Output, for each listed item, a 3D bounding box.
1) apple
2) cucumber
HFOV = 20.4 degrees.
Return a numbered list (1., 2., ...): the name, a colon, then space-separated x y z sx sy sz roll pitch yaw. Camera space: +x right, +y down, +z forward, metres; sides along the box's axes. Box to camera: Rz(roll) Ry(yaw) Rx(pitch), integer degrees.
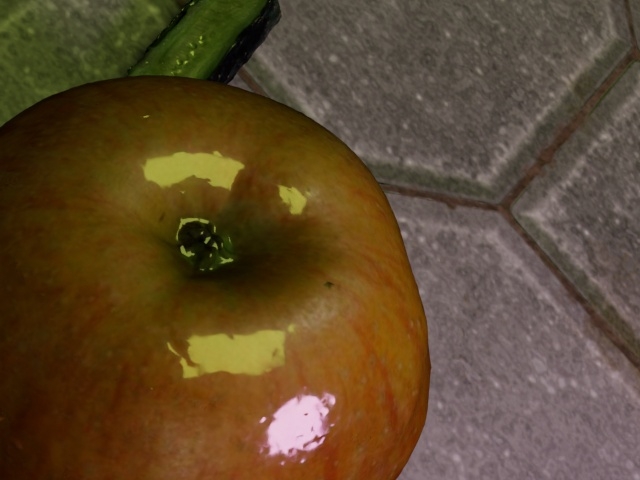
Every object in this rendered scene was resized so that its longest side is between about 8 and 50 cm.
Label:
1. apple: -0.105 0.064 1.306 0.400 0.333 0.400 17 59 -30
2. cucumber: -0.115 -0.150 1.594 0.078 0.062 0.211 22 55 16
